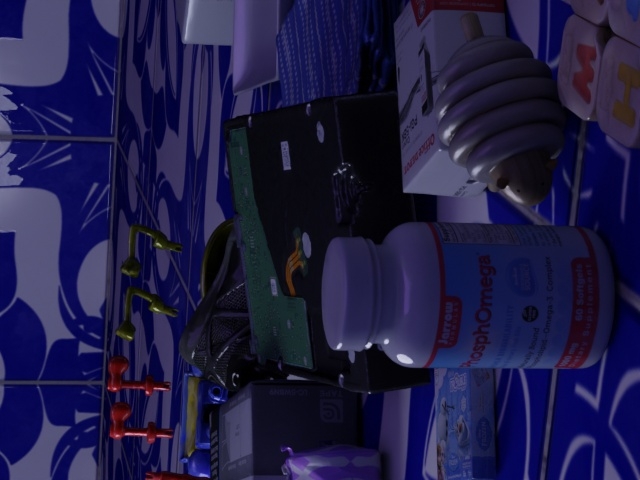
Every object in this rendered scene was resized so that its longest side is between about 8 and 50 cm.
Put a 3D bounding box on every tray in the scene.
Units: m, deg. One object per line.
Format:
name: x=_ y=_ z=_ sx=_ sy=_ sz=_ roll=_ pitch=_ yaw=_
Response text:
tray: x=-0.061 y=-0.240 z=2.089 sx=0.270 sy=0.030 sz=0.145 roll=-176 pitch=88 yaw=-78

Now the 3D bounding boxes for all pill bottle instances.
pill bottle: x=0.085 y=0.032 z=1.110 sx=0.087 sy=0.160 sz=0.087 roll=-179 pitch=90 yaw=-78

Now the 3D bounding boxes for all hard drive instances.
hard drive: x=0.000 y=0.000 z=1.606 sx=0.339 sy=0.064 sz=0.236 roll=178 pitch=85 yaw=-72

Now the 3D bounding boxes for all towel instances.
towel: x=0.004 y=-0.182 z=1.740 sx=0.336 sy=0.040 sz=0.243 roll=118 pitch=151 yaw=-58

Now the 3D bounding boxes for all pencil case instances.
pencil case: x=0.010 y=0.270 z=1.594 sx=0.086 sy=0.088 sz=0.206 roll=137 pitch=132 yaw=-76

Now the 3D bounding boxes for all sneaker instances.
sneaker: x=-0.050 y=0.057 z=1.915 sx=0.130 sy=0.087 sz=0.227 roll=38 pitch=107 yaw=37

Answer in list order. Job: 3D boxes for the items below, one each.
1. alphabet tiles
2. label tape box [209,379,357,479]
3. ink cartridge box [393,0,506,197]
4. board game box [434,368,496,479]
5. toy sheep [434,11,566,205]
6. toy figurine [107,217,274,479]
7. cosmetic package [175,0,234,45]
alphabet tiles: x=0.176 y=-0.200 z=1.049 sx=0.278 sy=0.021 sz=0.284 roll=-125 pitch=38 yaw=-69
label tape box: x=-0.036 y=0.310 z=1.755 sx=0.240 sy=0.106 sz=0.333 roll=135 pitch=135 yaw=-73
ink cartridge box: x=0.093 y=-0.109 z=1.328 sx=0.099 sy=0.056 sz=0.135 roll=127 pitch=143 yaw=-68
board game box: x=0.103 y=0.129 z=1.345 sx=0.090 sy=0.020 sz=0.090 roll=138 pitch=133 yaw=-73
toy sheep: x=0.112 y=-0.082 z=1.181 sx=0.091 sy=0.091 sz=0.132 roll=119 pitch=131 yaw=-64
toy figurine: x=-0.144 y=0.165 z=2.097 sx=0.217 sy=0.191 sz=0.362 roll=133 pitch=138 yaw=-79
cosmetic package: x=-0.121 y=-0.358 z=2.251 sx=0.117 sy=0.085 sz=0.231 roll=-102 pitch=16 yaw=-45
